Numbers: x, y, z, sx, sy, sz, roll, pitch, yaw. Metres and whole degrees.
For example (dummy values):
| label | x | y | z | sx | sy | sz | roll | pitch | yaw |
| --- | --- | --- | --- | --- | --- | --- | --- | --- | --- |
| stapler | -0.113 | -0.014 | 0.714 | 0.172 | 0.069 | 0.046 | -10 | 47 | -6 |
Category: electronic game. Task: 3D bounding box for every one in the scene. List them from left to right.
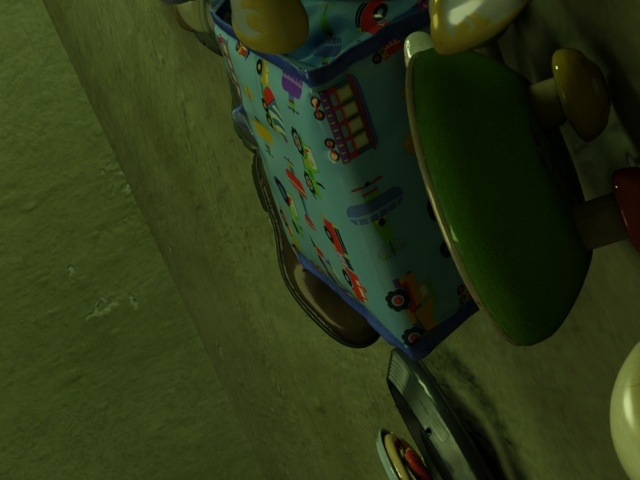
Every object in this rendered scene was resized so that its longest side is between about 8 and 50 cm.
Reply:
| label | x | y | z | sx | sy | sz | roll | pitch | yaw |
| --- | --- | --- | --- | --- | --- | --- | --- | --- | --- |
| electronic game | 0.127 | 0.200 | 1.622 | 0.229 | 0.048 | 0.229 | 60 | 176 | 7 |

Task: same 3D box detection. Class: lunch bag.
| label | x | y | z | sx | sy | sz | roll | pitch | yaw |
| --- | --- | --- | --- | --- | --- | --- | --- | --- | --- |
| lunch bag | 0.008 | -0.069 | 1.273 | 0.293 | 0.138 | 0.221 | 22 | 137 | 58 |

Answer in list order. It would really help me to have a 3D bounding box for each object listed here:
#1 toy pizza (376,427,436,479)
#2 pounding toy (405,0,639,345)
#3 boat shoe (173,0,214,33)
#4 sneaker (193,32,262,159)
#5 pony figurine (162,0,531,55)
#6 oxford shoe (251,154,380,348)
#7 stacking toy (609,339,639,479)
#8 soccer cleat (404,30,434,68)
| label | x | y | z | sx | sy | sz | roll | pitch | yaw |
| --- | --- | --- | --- | --- | --- | --- | --- | --- | --- |
| toy pizza | 0.121 | 0.270 | 1.743 | 0.201 | 0.032 | 0.201 | 56 | -173 | -10 |
| pounding toy | 0.137 | -0.057 | 1.015 | 0.183 | 0.110 | 0.237 | 59 | -158 | -31 |
| boat shoe | -0.060 | -0.292 | 1.329 | 0.109 | 0.098 | 0.302 | -59 | -24 | -51 |
| sneaker | -0.043 | -0.174 | 1.477 | 0.286 | 0.109 | 0.130 | 55 | 159 | 29 |
| pony figurine | -0.017 | -0.237 | 0.842 | 0.351 | 0.303 | 0.363 | 17 | 157 | 4 |
| oxford shoe | 0.000 | 0.000 | 1.686 | 0.227 | 0.083 | 0.096 | 63 | 163 | 2 |
| stacking toy | 0.243 | 0.182 | 0.929 | 0.141 | 0.141 | 0.330 | 52 | 166 | 45 |
| soccer cleat | 0.071 | -0.099 | 1.089 | 0.035 | 0.029 | 0.083 | 47 | -155 | -66 |
